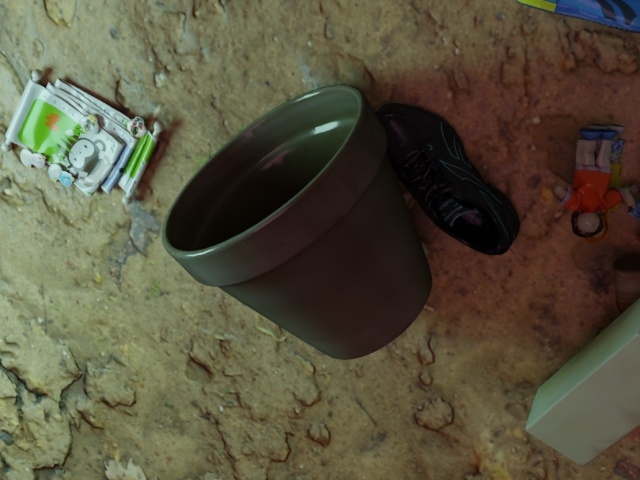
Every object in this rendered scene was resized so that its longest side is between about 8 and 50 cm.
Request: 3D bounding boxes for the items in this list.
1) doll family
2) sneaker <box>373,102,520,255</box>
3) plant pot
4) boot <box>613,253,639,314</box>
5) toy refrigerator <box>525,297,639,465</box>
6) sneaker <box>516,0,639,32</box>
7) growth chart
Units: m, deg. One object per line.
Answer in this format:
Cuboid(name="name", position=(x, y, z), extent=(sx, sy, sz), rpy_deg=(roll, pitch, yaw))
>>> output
Cuboid(name="doll family", position=(0.417, -0.066, 1.214), extent=(0.263, 0.118, 0.163), rpy_deg=(1, 105, -5))
Cuboid(name="sneaker", position=(0.167, -0.083, 1.259), extent=(0.267, 0.106, 0.101), rpy_deg=(42, 115, -2))
Cuboid(name="plant pot", position=(0.000, 0.000, 1.243), extent=(0.323, 0.323, 0.280), rpy_deg=(-29, 117, 22))
Cuboid(name="boot", position=(0.493, 0.090, 1.236), extent=(0.197, 0.073, 0.152), rpy_deg=(5, 130, 42))
Cuboid(name="toy refrigerator", position=(0.400, 0.191, 1.267), extent=(0.102, 0.094, 0.269), rpy_deg=(32, 137, 1))
Cuboid(name="sneaker", position=(0.350, -0.308, 1.148), extent=(0.209, 0.069, 0.082), rpy_deg=(17, 109, 7))
Cuboid(name="growth chart", position=(-0.363, -0.150, 1.410), extent=(0.237, 0.021, 0.172), rpy_deg=(25, 115, 4))
